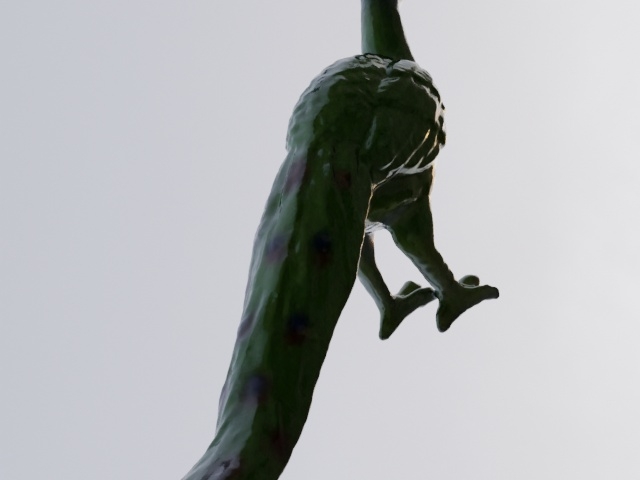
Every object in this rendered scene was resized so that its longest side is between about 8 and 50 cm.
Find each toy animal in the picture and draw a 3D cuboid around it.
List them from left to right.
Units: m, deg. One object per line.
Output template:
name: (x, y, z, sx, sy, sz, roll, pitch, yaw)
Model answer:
toy animal: (0.009, 0.010, 0.412, 0.075, 0.041, 0.217, 53, -142, -33)
